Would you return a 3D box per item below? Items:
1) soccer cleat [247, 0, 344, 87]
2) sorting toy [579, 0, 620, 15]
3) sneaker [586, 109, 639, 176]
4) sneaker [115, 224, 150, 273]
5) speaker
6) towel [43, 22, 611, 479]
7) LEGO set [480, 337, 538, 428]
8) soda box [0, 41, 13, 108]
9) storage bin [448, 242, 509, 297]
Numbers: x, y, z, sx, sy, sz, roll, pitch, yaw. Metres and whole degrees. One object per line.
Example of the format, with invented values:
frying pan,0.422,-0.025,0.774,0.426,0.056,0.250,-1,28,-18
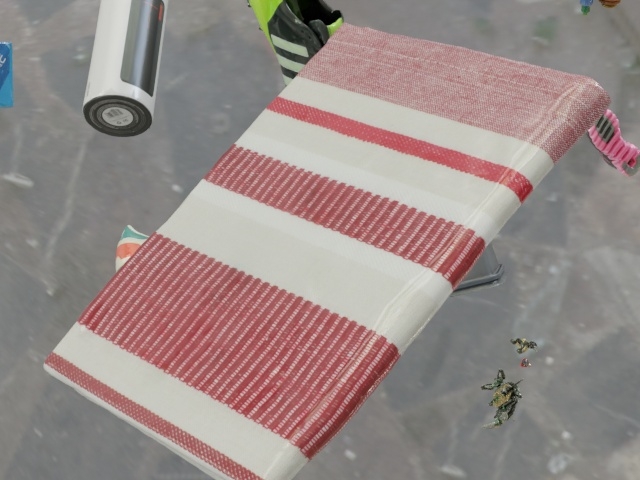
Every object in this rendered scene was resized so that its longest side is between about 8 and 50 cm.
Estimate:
soccer cleat,0.000,-0.149,1.263,0.060,0.072,0.179,-32,98,-38
sorting toy,0.350,-0.323,1.984,0.102,0.061,0.042,12,130,15
sneaker,0.363,-0.129,1.951,0.047,0.057,0.119,-46,120,-8
sneaker,-0.096,0.020,1.287,0.161,0.057,0.075,6,54,-17
speaker,-0.152,-0.151,1.198,0.055,0.055,0.136,17,55,-20
towel,0.000,0.000,0.955,0.329,0.237,0.037,-49,131,-18
LEGO set,0.161,0.122,1.272,0.023,0.054,0.083,31,96,-26
soda box,-0.393,-0.160,1.548,0.071,0.210,0.067,-1,91,-40
storage bin,0.173,0.016,1.889,0.098,0.135,0.091,-14,92,12
